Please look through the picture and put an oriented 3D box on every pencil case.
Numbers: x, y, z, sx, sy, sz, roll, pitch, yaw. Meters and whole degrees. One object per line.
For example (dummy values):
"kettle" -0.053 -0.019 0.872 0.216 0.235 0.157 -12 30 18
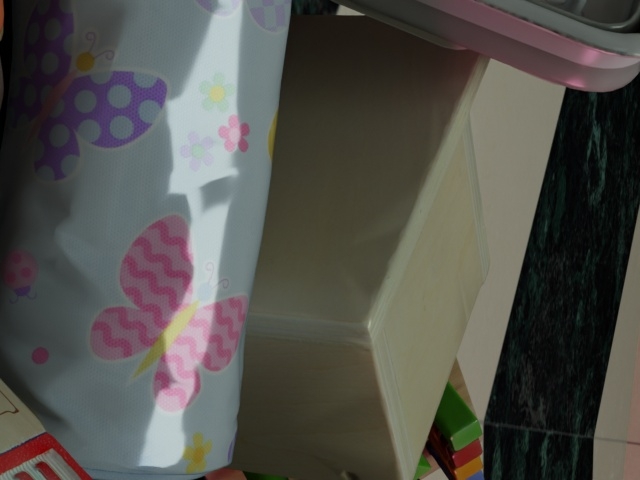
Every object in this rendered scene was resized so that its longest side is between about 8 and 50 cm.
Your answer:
"pencil case" -0.080 -0.037 0.562 0.124 0.113 0.273 7 88 -28

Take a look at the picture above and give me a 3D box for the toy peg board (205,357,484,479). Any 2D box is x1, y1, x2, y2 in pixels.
"toy peg board" 0.029 0.140 0.808 0.079 0.161 0.160 55 -7 39

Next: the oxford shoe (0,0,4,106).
"oxford shoe" -0.148 0.000 0.388 0.271 0.097 0.098 -69 161 -59

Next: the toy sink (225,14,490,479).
"toy sink" 0.000 0.000 0.729 0.234 0.153 0.131 -66 152 -42

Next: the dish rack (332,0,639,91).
"dish rack" 0.083 -0.217 0.771 0.072 0.285 0.333 111 4 -47

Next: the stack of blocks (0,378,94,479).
"stack of blocks" -0.077 0.181 0.394 0.087 0.297 0.171 -50 169 22
